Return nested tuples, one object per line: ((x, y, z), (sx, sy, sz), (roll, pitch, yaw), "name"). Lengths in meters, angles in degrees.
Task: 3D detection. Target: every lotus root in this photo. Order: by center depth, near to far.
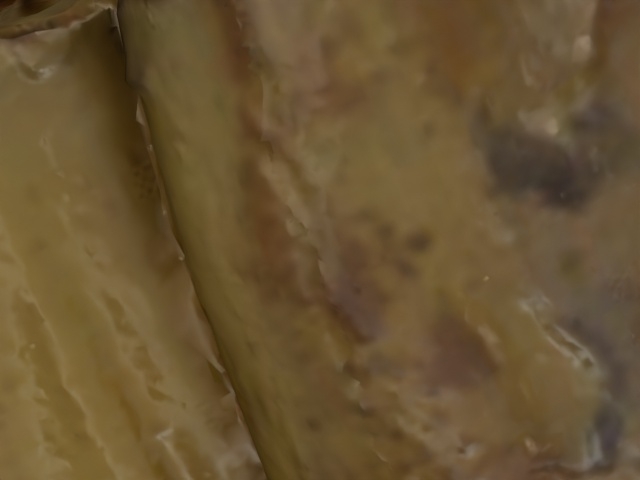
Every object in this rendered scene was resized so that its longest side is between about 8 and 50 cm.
((0.000, 0.000, 0.521), (0.316, 0.316, 0.250), (-13, 98, 8), "lotus root")
